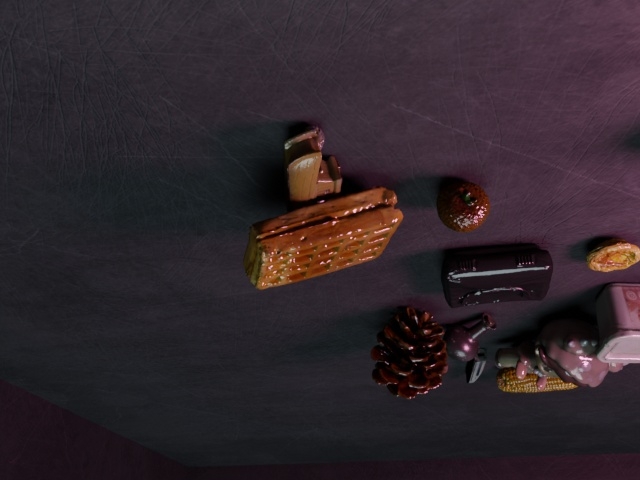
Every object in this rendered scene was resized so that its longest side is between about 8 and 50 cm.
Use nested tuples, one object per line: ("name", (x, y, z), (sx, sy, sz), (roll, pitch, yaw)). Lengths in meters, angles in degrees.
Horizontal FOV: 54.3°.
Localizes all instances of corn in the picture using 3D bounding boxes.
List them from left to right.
("corn", (0.775, 0.470, 2.178), (0.322, 0.119, 0.119), (-15, 144, 35))

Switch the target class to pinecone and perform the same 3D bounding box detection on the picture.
("pinecone", (0.273, 0.341, 1.895), (0.244, 0.244, 0.309), (2, 132, 2))

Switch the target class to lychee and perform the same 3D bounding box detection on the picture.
("lychee", (0.305, -0.073, 1.344), (0.114, 0.114, 0.146), (5, 165, -4))

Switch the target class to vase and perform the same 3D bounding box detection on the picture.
("vase", (0.464, 0.295, 1.928), (0.120, 0.120, 0.183), (22, 130, -28))

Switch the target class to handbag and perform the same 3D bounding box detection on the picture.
("handbag", (0.456, 0.098, 1.630), (0.275, 0.088, 0.244), (-8, 149, 11))

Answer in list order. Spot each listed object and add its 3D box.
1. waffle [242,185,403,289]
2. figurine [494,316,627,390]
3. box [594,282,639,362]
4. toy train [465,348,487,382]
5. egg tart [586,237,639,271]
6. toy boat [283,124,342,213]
("waffle", (0.000, 0.000, 1.350), (0.327, 0.098, 0.224), (-17, 158, -21))
("figurine", (0.725, 0.351, 1.931), (0.248, 0.203, 0.380), (28, 152, -25))
("box", (0.909, 0.220, 1.698), (0.312, 0.182, 0.175), (0, 147, 3))
("toy train", (0.553, 0.456, 2.227), (0.048, 0.055, 0.252), (-9, 148, 1))
("egg tart", (0.718, 0.034, 1.536), (0.130, 0.052, 0.130), (1, 147, 1))
("toy boat", (-0.016, -0.113, 1.324), (0.121, 0.089, 0.321), (-12, 150, -8))
